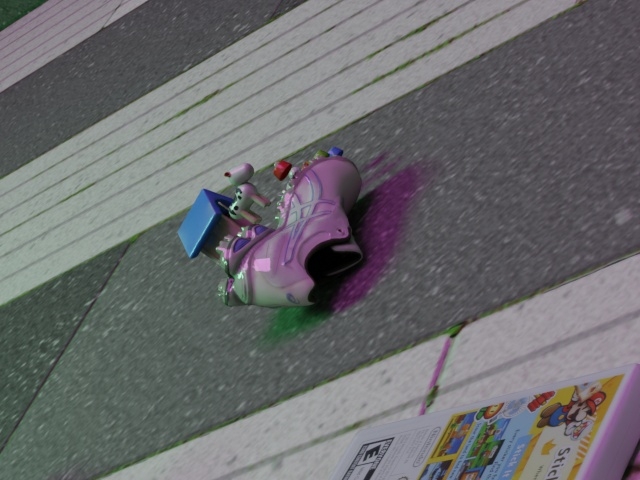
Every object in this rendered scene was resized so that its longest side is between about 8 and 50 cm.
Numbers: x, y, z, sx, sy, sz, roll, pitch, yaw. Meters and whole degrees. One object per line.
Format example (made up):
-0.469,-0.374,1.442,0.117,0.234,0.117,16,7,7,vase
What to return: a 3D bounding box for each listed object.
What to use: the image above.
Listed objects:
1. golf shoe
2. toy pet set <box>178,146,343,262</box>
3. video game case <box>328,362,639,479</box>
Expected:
0.000,0.000,1.335,0.086,0.069,0.176,14,39,25,golf shoe
-0.055,-0.036,1.422,0.114,0.065,0.122,-59,-14,17,toy pet set
0.049,0.164,0.918,0.206,0.026,0.227,-20,27,44,video game case
